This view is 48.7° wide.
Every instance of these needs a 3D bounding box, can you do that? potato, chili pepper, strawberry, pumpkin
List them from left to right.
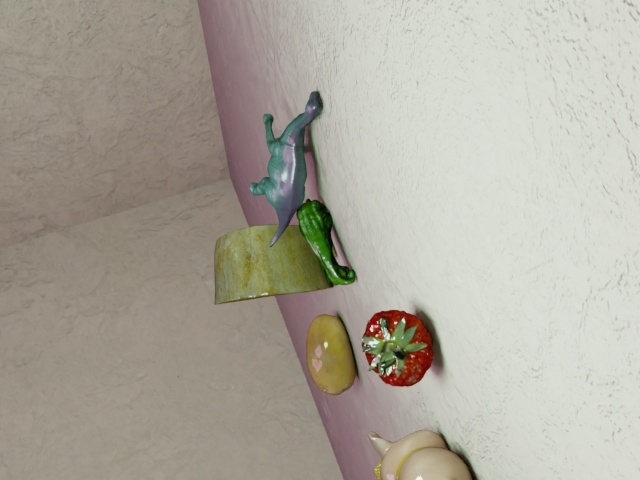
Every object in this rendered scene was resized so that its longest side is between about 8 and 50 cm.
[{"bbox_3d":[-0.137,0.061,1.929,0.332,0.332,0.199,166,98,-80],"label":"pumpkin"},{"bbox_3d":[0.006,-0.002,1.640,0.100,0.074,0.257,12,-130,-48],"label":"chili pepper"},{"bbox_3d":[0.027,0.319,1.967,0.150,0.146,0.234,1,112,47],"label":"potato"},{"bbox_3d":[0.138,0.180,1.179,0.148,0.131,0.131,14,-136,-48],"label":"strawberry"}]

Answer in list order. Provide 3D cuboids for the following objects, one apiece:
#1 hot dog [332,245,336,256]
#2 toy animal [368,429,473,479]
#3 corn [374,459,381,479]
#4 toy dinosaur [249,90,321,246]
[{"bbox_3d":[0.006,-0.015,1.748,0.044,0.028,0.137,-34,76,53],"label":"hot dog"},{"bbox_3d":[0.191,0.426,1.244,0.248,0.149,0.165,164,103,-69],"label":"toy animal"},{"bbox_3d":[0.201,0.633,1.707,0.248,0.081,0.081,-119,15,-48],"label":"corn"},{"bbox_3d":[-0.065,-0.136,1.555,0.331,0.129,0.384,-140,52,-70],"label":"toy dinosaur"}]
